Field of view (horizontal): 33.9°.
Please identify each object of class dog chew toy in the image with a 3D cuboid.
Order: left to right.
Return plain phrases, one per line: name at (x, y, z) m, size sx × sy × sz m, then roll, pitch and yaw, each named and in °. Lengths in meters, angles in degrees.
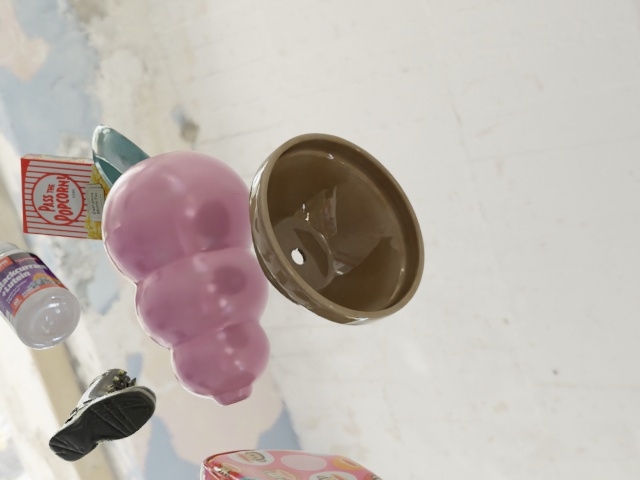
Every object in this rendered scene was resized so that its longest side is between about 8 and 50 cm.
dog chew toy at (-0.160, 0.053, 1.379) m, size 0.206 × 0.207 × 0.331 m, roll -38°, pitch -112°, yaw 58°

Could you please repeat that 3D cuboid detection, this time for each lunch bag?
lunch bag at (-0.029, 0.358, 1.353) m, size 0.293 × 0.258 × 0.120 m, roll 16°, pitch -82°, yaw 55°

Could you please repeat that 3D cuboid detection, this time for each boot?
boot at (-0.360, 0.277, 1.845) m, size 0.236 × 0.178 × 0.085 m, roll -32°, pitch -72°, yaw 27°

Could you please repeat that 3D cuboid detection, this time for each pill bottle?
pill bottle at (-0.471, 0.080, 1.670) m, size 0.193 × 0.108 × 0.108 m, roll 37°, pitch -40°, yaw 41°

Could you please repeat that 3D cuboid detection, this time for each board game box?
board game box at (-0.449, -0.079, 1.929) m, size 0.194 × 0.045 × 0.146 m, roll 4°, pitch -71°, yaw 6°

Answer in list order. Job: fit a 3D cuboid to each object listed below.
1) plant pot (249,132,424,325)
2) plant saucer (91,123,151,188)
plant pot at (0.000, 0.000, 1.244) m, size 0.110 × 0.237 × 0.237 m, roll -34°, pitch -95°, yaw 44°
plant saucer at (-0.263, -0.055, 1.693) m, size 0.317 × 0.044 × 0.317 m, roll 42°, pitch -14°, yaw 13°
